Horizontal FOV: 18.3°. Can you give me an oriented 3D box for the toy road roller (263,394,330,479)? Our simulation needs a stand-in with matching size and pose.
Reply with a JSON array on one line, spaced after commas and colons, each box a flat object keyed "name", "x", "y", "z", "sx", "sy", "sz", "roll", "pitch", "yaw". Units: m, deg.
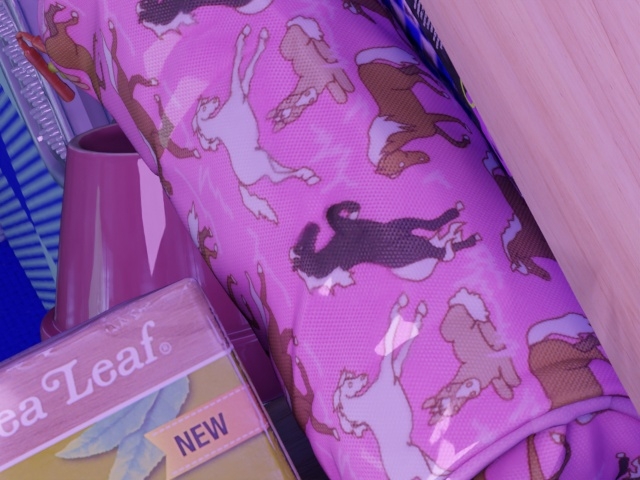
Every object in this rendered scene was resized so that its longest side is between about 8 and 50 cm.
[{"name": "toy road roller", "x": 0.041, "y": 0.217, "z": 1.175, "sx": 0.329, "sy": 0.202, "sz": 0.240, "roll": 55, "pitch": 153, "yaw": 19}]

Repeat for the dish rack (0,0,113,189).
[{"name": "dish rack", "x": -0.261, "y": -0.171, "z": 1.942, "sx": 0.285, "sy": 0.072, "sz": 0.333, "roll": 68, "pitch": 167, "yaw": -20}]

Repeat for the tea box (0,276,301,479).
[{"name": "tea box", "x": -0.140, "y": 0.233, "z": 0.918, "sx": 0.323, "sy": 0.329, "sz": 0.220, "roll": 62, "pitch": 170, "yaw": 0}]

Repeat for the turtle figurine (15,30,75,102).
[{"name": "turtle figurine", "x": -0.160, "y": -0.187, "z": 1.447, "sx": 0.217, "sy": 0.087, "sz": 0.269, "roll": 41, "pitch": 146, "yaw": 44}]

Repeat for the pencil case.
[{"name": "pencil case", "x": 0.004, "y": -0.013, "z": 0.947, "sx": 0.160, "sy": 0.167, "sz": 0.386, "roll": 25, "pitch": -151, "yaw": -57}]

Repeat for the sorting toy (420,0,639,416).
[{"name": "sorting toy", "x": 0.127, "y": -0.042, "z": 0.520, "sx": 0.257, "sy": 0.089, "sz": 0.255, "roll": 63, "pitch": 168, "yaw": 7}]

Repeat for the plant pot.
[{"name": "plant pot", "x": -0.105, "y": 0.011, "z": 1.407, "sx": 0.201, "sy": 0.201, "sz": 0.180, "roll": -145, "pitch": 47, "yaw": -67}]

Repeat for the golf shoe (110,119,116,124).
[{"name": "golf shoe", "x": -0.108, "y": -0.051, "z": 1.589, "sx": 0.086, "sy": 0.067, "sz": 0.186, "roll": -81, "pitch": -25, "yaw": -49}]

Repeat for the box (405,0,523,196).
[{"name": "box", "x": 0.062, "y": -0.108, "z": 0.809, "sx": 0.162, "sy": 0.029, "sz": 0.116, "roll": 62, "pitch": 169, "yaw": 17}]
